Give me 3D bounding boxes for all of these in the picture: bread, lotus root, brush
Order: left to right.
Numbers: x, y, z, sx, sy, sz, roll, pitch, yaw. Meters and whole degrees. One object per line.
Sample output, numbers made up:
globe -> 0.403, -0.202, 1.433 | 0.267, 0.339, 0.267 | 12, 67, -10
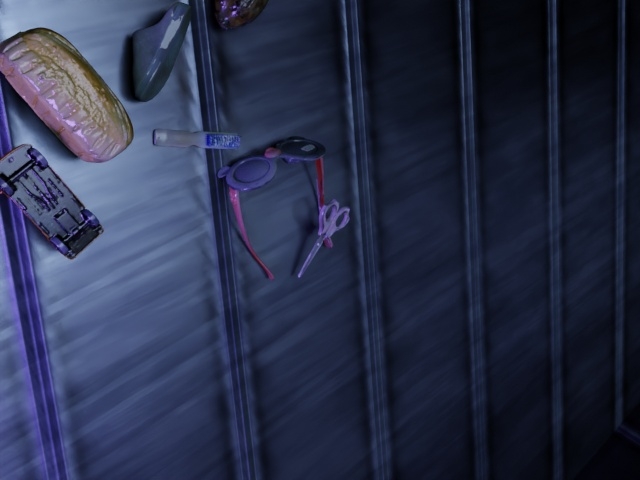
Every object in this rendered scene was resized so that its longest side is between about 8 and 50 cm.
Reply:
bread -> -0.406, -0.235, 1.051 | 0.106, 0.140, 0.236 | -47, 121, -19
brush -> -0.234, -0.194, 1.257 | 0.179, 0.030, 0.033 | -4, 108, -37
lotus root -> -0.141, -0.481, 1.249 | 0.089, 0.080, 0.179 | 34, 84, -1

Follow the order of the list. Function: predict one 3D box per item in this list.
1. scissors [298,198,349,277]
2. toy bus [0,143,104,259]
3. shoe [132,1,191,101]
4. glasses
scissors -> 0.000, 0.000, 1.415 | 0.100, 0.015, 0.188 | 24, 97, -53
toy bus -> -0.455, -0.064, 1.070 | 0.083, 0.088, 0.194 | -47, 123, -23
shoe -> -0.300, -0.348, 1.170 | 0.078, 0.079, 0.195 | 27, 87, -1
glasses -> -0.086, -0.073, 1.381 | 0.234, 0.118, 0.268 | -30, 133, -32
